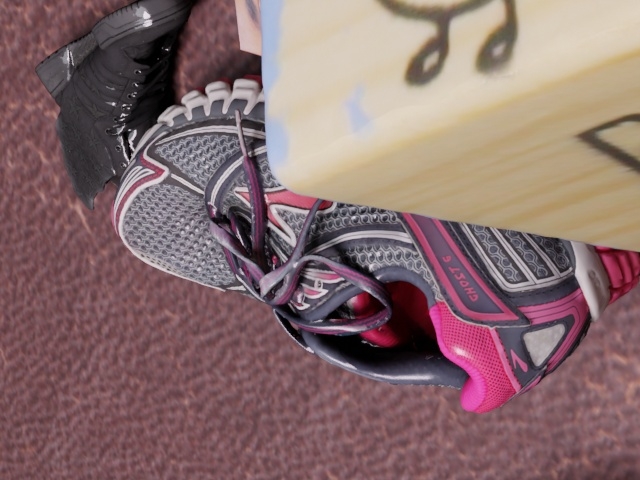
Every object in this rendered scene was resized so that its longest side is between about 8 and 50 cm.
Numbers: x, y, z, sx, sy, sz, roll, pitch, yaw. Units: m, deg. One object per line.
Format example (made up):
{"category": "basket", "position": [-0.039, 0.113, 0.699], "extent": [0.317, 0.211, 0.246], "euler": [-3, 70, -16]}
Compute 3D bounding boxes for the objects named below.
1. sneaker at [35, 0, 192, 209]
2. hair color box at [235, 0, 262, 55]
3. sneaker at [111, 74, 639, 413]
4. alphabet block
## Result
{"category": "sneaker", "position": [-0.100, -0.074, 1.047], "extent": [0.170, 0.051, 0.089], "euler": [-21, 99, 55]}
{"category": "hair color box", "position": [0.035, -0.116, 0.872], "extent": [0.167, 0.053, 0.093], "euler": [20, 129, 39]}
{"category": "sneaker", "position": [0.000, 0.000, 0.921], "extent": [0.299, 0.112, 0.121], "euler": [8, 136, 45]}
{"category": "alphabet block", "position": [0.109, -0.114, 0.639], "extent": [0.197, 0.193, 0.192], "euler": [-22, 68, 50]}
